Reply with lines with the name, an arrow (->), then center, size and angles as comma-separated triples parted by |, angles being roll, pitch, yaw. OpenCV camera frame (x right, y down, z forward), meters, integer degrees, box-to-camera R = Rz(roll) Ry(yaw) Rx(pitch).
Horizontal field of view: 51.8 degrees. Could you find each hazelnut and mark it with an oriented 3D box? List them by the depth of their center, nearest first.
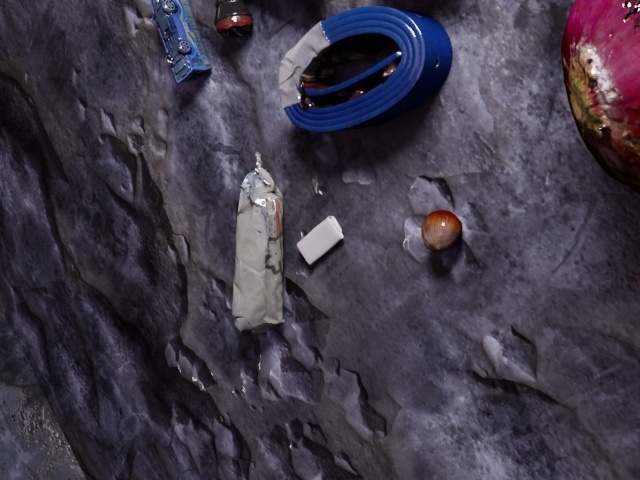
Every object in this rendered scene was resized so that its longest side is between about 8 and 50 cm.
hazelnut -> 0.228, -0.016, 1.248 | 0.086, 0.086, 0.087 | 11, 108, 38

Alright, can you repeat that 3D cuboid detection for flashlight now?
flashlight -> -0.208, -0.580, 1.477 | 0.093, 0.093, 0.232 | -9, 90, 41

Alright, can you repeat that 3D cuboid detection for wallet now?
wallet -> 0.000, 0.000, 1.478 | 0.122, 0.025, 0.061 | -40, 73, 38

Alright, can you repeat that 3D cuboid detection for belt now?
belt -> 0.076, -0.328, 1.273 | 0.346, 0.117, 0.213 | -12, 95, 41

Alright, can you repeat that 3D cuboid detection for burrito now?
burrito -> -0.143, 0.018, 1.554 | 0.139, 0.101, 0.446 | 19, 112, 40

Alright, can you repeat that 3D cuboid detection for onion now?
onion -> 0.511, -0.230, 0.842 | 0.385, 0.348, 0.348 | -17, 89, 3

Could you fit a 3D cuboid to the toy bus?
toy bus -> -0.338, -0.502, 1.594 | 0.079, 0.094, 0.237 | -25, 82, 47
